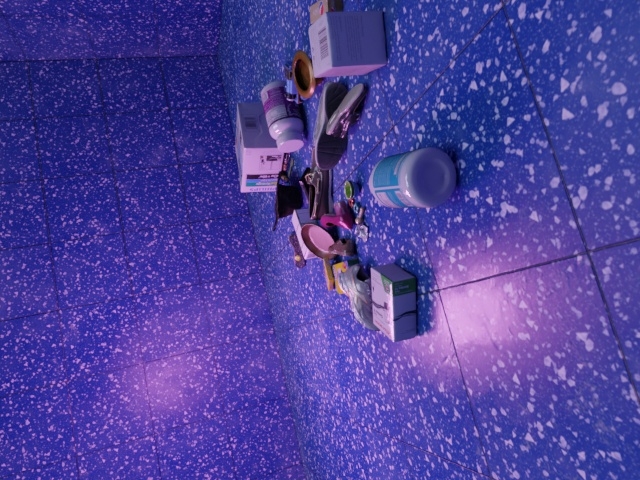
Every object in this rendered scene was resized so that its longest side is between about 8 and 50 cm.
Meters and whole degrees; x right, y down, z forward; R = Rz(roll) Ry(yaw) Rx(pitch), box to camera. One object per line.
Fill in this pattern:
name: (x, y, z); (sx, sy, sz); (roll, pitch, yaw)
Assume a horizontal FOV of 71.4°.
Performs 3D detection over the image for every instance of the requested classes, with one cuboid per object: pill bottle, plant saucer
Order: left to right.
pill bottle: (-0.171, -0.576, 2.093); (0.169, 0.169, 0.302); (134, 124, -67)
plant saucer: (0.000, 0.000, 1.973); (0.198, 0.036, 0.199); (27, 142, 23)
pill bottle: (0.225, -0.159, 1.181); (0.264, 0.146, 0.147); (-167, 69, -70)

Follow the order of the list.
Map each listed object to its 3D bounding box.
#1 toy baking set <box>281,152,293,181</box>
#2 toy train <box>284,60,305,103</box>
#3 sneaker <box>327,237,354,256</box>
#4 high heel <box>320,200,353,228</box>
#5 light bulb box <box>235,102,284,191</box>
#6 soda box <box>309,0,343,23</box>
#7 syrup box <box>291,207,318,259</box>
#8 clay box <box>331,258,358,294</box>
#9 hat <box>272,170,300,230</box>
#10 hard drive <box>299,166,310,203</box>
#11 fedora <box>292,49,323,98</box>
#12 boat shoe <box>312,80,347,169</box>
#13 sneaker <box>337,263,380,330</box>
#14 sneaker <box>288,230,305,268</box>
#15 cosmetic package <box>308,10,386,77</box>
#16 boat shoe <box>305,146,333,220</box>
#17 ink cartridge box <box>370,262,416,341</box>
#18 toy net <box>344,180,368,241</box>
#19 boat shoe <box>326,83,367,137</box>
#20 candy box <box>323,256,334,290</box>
toy baking set: (-0.201, -0.424, 2.468); (0.256, 0.030, 0.197); (-127, 33, -54)
toy train: (-0.104, -0.688, 1.937); (0.080, 0.105, 0.184); (-120, 27, -46)
sneaker: (0.090, 0.024, 1.825); (0.188, 0.066, 0.071); (10, 93, 65)
high heel: (0.069, -0.065, 1.810); (0.244, 0.082, 0.117); (-40, 65, 61)
light bulb box: (-0.351, -0.519, 2.514); (0.361, 0.225, 0.358); (109, 153, -54)
soda box: (0.018, -0.821, 1.590); (0.181, 0.058, 0.062); (-145, 48, -64)
syrup box: (-0.058, -0.035, 2.150); (0.096, 0.093, 0.237); (112, 143, -57)
clay box: (0.104, 0.153, 1.836); (0.222, 0.053, 0.128); (150, 110, -69)
hat: (-0.174, -0.199, 2.347); (0.331, 0.133, 0.332); (-174, 90, -82)
hard drive: (-0.049, -0.243, 1.977); (0.094, 0.022, 0.135); (-66, -32, -35)
fedora: (-0.045, -0.673, 1.801); (0.194, 0.079, 0.195); (46, 145, 46)
boat shoe: (0.033, -0.427, 1.670); (0.103, 0.118, 0.321); (-122, 32, -61)
sneaker: (0.166, 0.202, 1.625); (0.121, 0.099, 0.263); (-45, 67, 32)
sneaker: (-0.119, 0.047, 2.440); (0.082, 0.069, 0.210); (-55, -47, -70)
cosmetic package: (0.080, -0.583, 1.332); (0.151, 0.183, 0.152); (-159, 61, -68)
boat shoe: (-0.012, -0.245, 1.903); (0.116, 0.096, 0.325); (-144, 47, -64)
ink cartridge box: (0.233, 0.197, 1.427); (0.153, 0.086, 0.209); (-146, 48, -65)
toy net: (0.125, -0.104, 1.657); (0.122, 0.045, 0.233); (167, 93, -71)
boat shoe: (0.102, -0.442, 1.530); (0.233, 0.079, 0.084); (-48, 28, 51)
candy box: (0.035, 0.152, 1.997); (0.206, 0.027, 0.105); (87, 166, -71)
